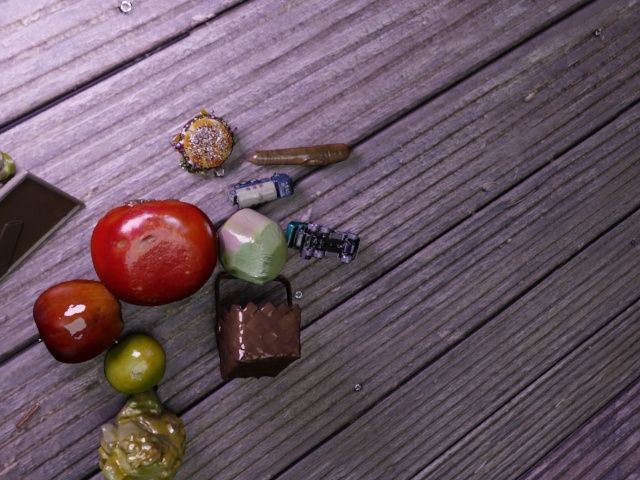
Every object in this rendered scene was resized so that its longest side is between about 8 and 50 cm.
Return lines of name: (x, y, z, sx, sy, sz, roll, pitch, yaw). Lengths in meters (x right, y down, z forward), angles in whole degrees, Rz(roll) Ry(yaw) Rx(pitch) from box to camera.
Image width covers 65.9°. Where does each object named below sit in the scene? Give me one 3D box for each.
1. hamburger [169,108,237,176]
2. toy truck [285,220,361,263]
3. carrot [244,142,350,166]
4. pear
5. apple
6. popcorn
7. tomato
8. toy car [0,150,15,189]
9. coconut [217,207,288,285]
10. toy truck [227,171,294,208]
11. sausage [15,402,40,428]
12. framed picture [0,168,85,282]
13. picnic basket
hamburger: (-0.327, -0.271, 1.406, 0.164, 0.093, 0.190, 34, 93, -29)
toy truck: (0.000, 0.000, 1.621, 0.253, 0.124, 0.114, 9, 103, -28)
carrot: (-0.066, -0.261, 1.543, 0.341, 0.070, 0.070, -8, 109, -20)
pear: (-0.564, 0.349, 1.473, 0.180, 0.166, 0.216, -35, 95, 4)
apple: (-0.657, 0.220, 1.352, 0.233, 0.234, 0.234, -7, 109, -22)
popcorn: (-0.552, 0.643, 1.514, 0.293, 0.293, 0.237, 36, 108, -29)
tomato: (-0.450, 0.029, 1.347, 0.324, 0.293, 0.290, -10, 98, -31)
toy car: (-0.890, -0.138, 1.193, 0.234, 0.145, 0.236, -1, 103, -3)
coconut: (-0.216, 0.015, 1.486, 0.236, 0.235, 0.205, 40, 70, -28)
toy truck: (-0.182, -0.151, 1.511, 0.201, 0.088, 0.074, -17, 111, -19)
sausage: (-0.866, 0.519, 1.463, 0.100, 0.015, 0.015, -47, 118, -4)
framed picture: (-0.781, -0.017, 1.229, 0.335, 0.247, 0.022, -44, 77, -5)
picnic basket: (-0.199, 0.257, 1.543, 0.253, 0.291, 0.321, 5, 61, -23)
